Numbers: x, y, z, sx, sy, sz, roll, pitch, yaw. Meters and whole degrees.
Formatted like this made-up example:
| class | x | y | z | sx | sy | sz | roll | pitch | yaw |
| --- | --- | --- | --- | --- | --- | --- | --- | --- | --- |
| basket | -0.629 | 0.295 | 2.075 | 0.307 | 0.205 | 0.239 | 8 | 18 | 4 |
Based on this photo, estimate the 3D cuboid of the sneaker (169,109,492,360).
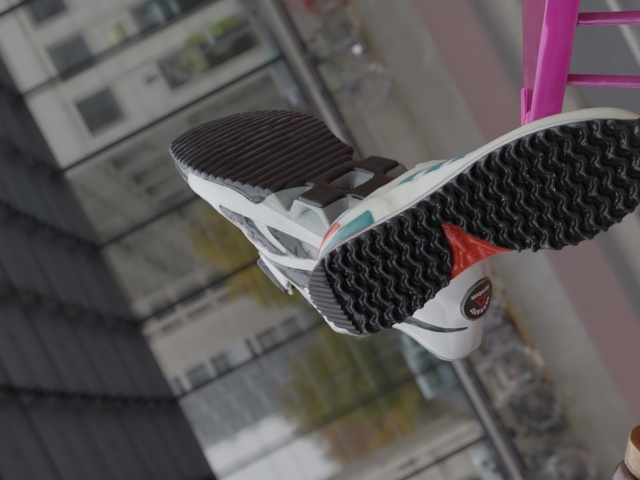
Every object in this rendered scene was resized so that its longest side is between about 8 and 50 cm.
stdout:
| class | x | y | z | sx | sy | sz | roll | pitch | yaw |
| --- | --- | --- | --- | --- | --- | --- | --- | --- | --- |
| sneaker | 0.000 | 0.000 | 1.411 | 0.330 | 0.122 | 0.146 | 29 | 136 | 46 |

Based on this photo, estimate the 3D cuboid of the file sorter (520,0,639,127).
| class | x | y | z | sx | sy | sz | roll | pitch | yaw |
| --- | --- | --- | --- | --- | --- | --- | --- | --- | --- |
| file sorter | 0.211 | -0.201 | 1.037 | 0.290 | 0.182 | 0.202 | 85 | -174 | -65 |

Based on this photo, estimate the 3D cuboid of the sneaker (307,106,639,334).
| class | x | y | z | sx | sy | sz | roll | pitch | yaw |
| --- | --- | --- | --- | --- | --- | --- | --- | --- | --- |
| sneaker | 0.067 | -0.022 | 0.787 | 0.057 | 0.161 | 0.075 | 55 | -161 | -23 |

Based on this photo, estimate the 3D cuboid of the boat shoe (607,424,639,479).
| class | x | y | z | sx | sy | sz | roll | pitch | yaw |
| --- | --- | --- | --- | --- | --- | --- | --- | --- | --- |
| boat shoe | 0.228 | 0.151 | 0.842 | 0.073 | 0.207 | 0.073 | -33 | -40 | -66 |
